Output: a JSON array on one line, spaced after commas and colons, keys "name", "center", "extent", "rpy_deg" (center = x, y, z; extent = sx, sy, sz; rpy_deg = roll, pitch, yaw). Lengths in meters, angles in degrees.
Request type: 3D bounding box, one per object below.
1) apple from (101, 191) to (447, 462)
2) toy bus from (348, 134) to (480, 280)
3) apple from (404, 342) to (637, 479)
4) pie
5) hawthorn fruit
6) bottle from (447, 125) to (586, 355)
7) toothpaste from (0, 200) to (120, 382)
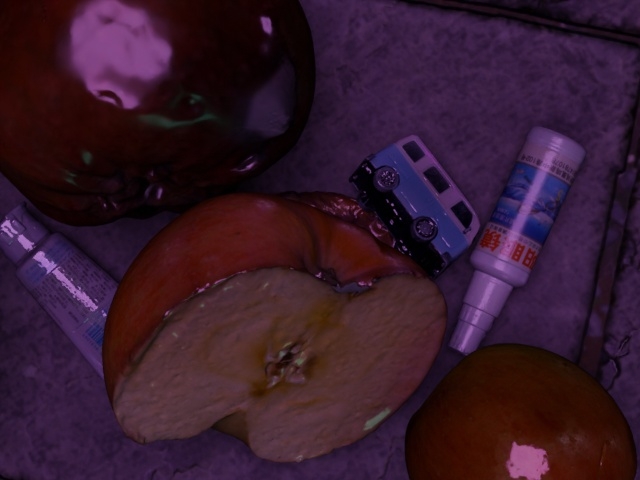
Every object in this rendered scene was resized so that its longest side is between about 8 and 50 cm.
[{"name": "apple", "center": [-0.055, 0.055, 1.523], "extent": [0.251, 0.293, 0.163], "rpy_deg": [-52, 45, 27]}, {"name": "toy bus", "center": [0.092, -0.032, 1.603], "extent": [0.075, 0.060, 0.123], "rpy_deg": [-34, 83, -25]}, {"name": "apple", "center": [0.167, 0.181, 1.521], "extent": [0.196, 0.196, 0.196], "rpy_deg": [0, 85, 4]}, {"name": "pie", "center": [0.000, 0.000, 1.623], "extent": [0.169, 0.034, 0.092], "rpy_deg": [7, 88, 0]}, {"name": "hawthorn fruit", "center": [-0.156, -0.171, 1.533], "extent": [0.308, 0.308, 0.325], "rpy_deg": [10, 57, 5]}, {"name": "bottle", "center": [0.172, 0.004, 1.600], "extent": [0.060, 0.060, 0.217], "rpy_deg": [25, 89, 6]}, {"name": "toothpaste", "center": [-0.210, 0.065, 1.629], "extent": [0.089, 0.057, 0.234], "rpy_deg": [-44, 90, 2]}]
